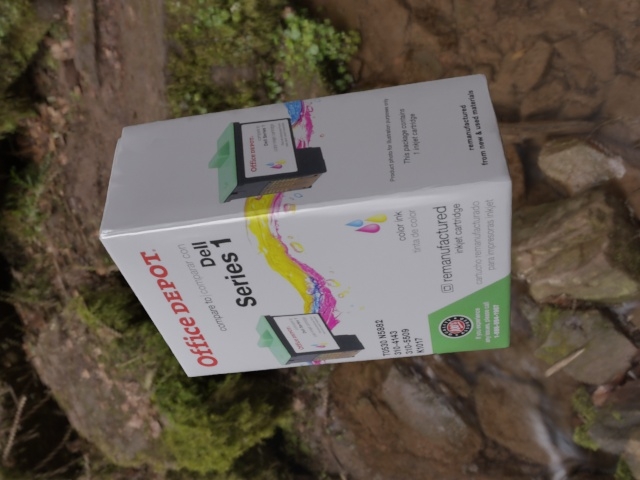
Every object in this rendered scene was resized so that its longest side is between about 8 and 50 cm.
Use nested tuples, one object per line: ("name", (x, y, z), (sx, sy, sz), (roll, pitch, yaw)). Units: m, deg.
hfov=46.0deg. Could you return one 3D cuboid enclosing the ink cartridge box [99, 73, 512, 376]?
("ink cartridge box", (0.000, 0.000, 0.590), (0.201, 0.278, 0.117), (74, -168, -49))
